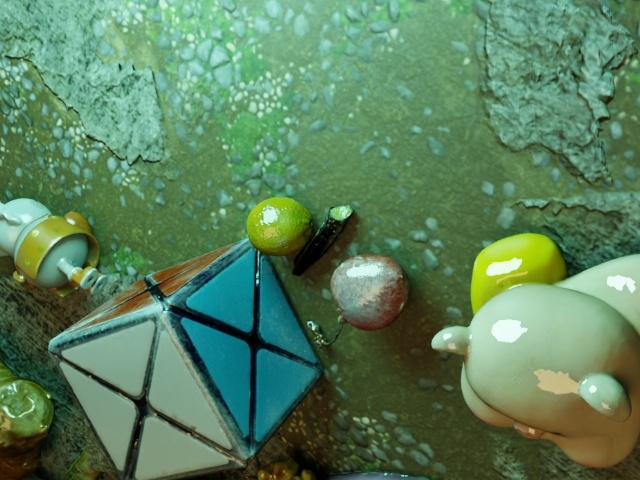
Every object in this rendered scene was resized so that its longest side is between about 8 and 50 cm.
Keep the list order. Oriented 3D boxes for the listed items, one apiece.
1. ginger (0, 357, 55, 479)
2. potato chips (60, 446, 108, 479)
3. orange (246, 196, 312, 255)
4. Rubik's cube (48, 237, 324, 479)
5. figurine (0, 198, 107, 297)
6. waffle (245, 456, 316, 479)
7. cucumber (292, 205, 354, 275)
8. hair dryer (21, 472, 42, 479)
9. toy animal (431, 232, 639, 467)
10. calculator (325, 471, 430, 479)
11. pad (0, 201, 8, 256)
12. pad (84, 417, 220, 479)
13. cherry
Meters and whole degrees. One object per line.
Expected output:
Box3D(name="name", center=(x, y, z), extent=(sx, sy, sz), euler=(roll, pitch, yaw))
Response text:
Box3D(name="ginger", center=(-0.642, 0.305, 1.612), extent=(0.357, 0.152, 0.274), euler=(30, 141, 14))
Box3D(name="potato chips", center=(-0.404, 0.385, 1.560), extent=(0.057, 0.080, 0.407), euler=(31, 124, -9))
Box3D(name="orange", center=(-0.057, -0.019, 1.207), extent=(0.095, 0.085, 0.085), euler=(-6, 108, 21))
Box3D(name="Rubik's cube", center=(-0.184, 0.176, 1.255), extent=(0.254, 0.259, 0.260), euler=(-18, 105, 33))
Box3D(name="figurine", center=(-0.461, 0.008, 1.399), extent=(0.271, 0.143, 0.143), euler=(16, 117, 19))
Box3D(name="waffle", center=(-0.025, 0.490, 1.395), extent=(0.283, 0.065, 0.309), euler=(45, 130, 14))
Box3D(name="cucumber", center=(0.002, 0.001, 1.215), extent=(0.034, 0.033, 0.135), euler=(21, 127, -20))
Box3D(name="hair dryer", center=(-0.505, 0.509, 1.571), extent=(0.189, 0.107, 0.344), euler=(44, 153, 4))
Box3D(name="toy animal", center=(0.311, 0.160, 0.993), extent=(0.345, 0.247, 0.278), euler=(7, 115, 25))
Box3D(name="calculator", center=(0.123, 0.452, 1.335), extent=(0.294, 0.043, 0.194), euler=(-2, 110, 30))
Box3D(name="pad", center=(-0.667, -0.042, 1.555), extent=(0.264, 0.009, 0.160), euler=(-2, 110, 28))
Box3D(name="pad", center=(-0.287, 0.340, 1.471), extent=(0.234, 0.003, 0.158), euler=(5, 114, 2))
Box3D(name="cherry", center=(0.039, 0.085, 1.203), extent=(0.107, 0.090, 0.225), euler=(48, 133, -12))
